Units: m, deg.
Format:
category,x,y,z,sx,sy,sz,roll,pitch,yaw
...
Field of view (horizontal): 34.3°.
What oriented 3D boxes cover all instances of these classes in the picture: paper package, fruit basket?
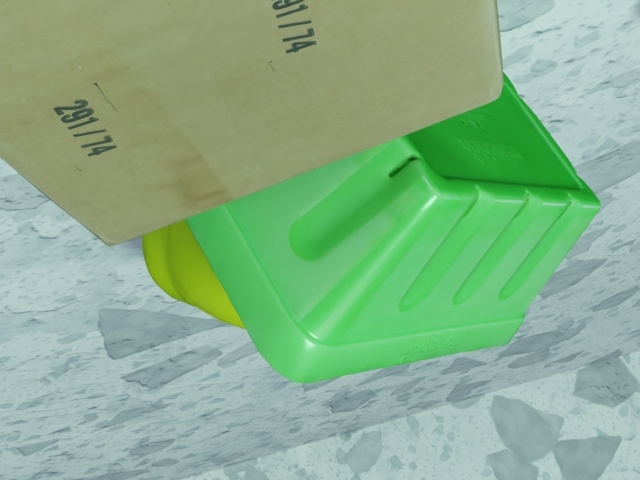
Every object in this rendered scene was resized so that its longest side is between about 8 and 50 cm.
category,x,y,z,sx,sy,sz,roll,pitch,yaw
paper package,-0.071,-0.164,0.573,0.309,0.168,0.325,-20,159,6
fruit basket,0.000,0.000,0.906,0.392,0.283,0.392,-27,158,-12
